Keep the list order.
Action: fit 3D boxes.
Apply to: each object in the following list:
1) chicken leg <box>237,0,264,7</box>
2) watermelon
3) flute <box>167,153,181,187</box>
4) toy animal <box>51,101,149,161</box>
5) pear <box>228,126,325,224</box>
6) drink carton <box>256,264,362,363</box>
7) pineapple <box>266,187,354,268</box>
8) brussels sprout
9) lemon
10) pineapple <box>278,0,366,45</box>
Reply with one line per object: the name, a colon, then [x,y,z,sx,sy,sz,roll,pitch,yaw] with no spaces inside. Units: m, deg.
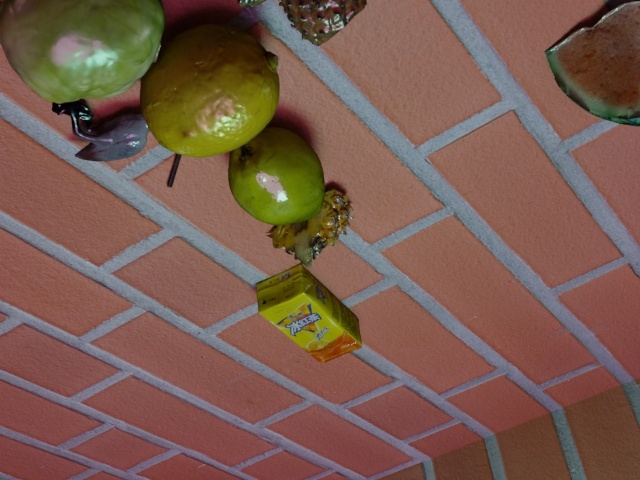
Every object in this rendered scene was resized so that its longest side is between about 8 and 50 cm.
chicken leg: [-0.054,-0.478,1.625,0.228,0.088,0.103,-22,153,11]
watermelon: [0.665,-0.315,1.777,0.319,0.222,0.292,32,138,-18]
flute: [-0.317,-0.210,1.971,0.014,0.014,0.269,7,140,-19]
toy animal: [-0.410,-0.233,1.861,0.324,0.090,0.195,7,140,-16]
pear: [-0.097,-0.138,1.952,0.212,0.212,0.269,-25,144,20]
drink carton: [-0.026,0.216,2.490,0.155,0.111,0.351,-25,138,18]
pineapple: [0.004,-0.003,2.183,0.140,0.164,0.250,21,131,-42]
brussels sprout: [-0.441,-0.380,1.570,0.317,0.242,0.274,-25,164,27]
lemon: [-0.220,-0.290,1.701,0.284,0.260,0.260,2,147,23]
pineapple: [-0.082,-0.502,1.480,0.364,0.165,0.165,42,124,-13]
